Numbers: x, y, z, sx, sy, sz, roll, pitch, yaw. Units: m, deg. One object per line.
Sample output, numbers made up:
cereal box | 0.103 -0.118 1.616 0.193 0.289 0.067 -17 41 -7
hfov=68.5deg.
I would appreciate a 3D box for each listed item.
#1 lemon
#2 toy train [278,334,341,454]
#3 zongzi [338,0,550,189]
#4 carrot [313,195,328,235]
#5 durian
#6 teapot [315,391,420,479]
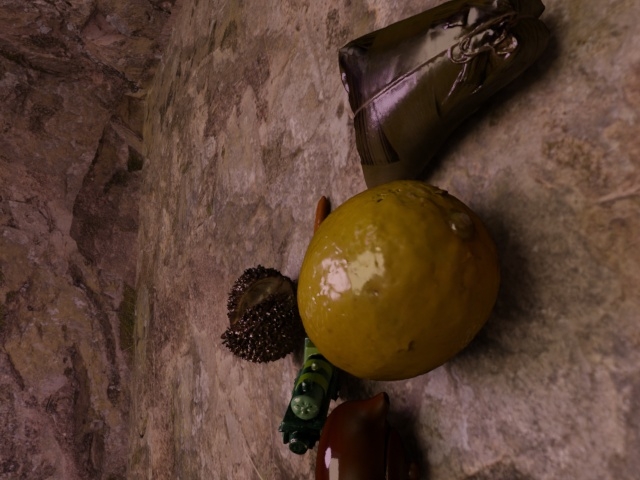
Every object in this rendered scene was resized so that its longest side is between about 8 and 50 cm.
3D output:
lemon | 0.089 0.051 0.578 0.263 0.236 0.235 -24 62 35
toy train | -0.012 0.236 0.757 0.200 0.083 0.132 -68 -18 -66
zongzi | 0.159 -0.151 0.632 0.274 0.145 0.299 9 107 53
carrot | 0.000 0.000 0.916 0.037 0.037 0.190 -25 61 54
durian | -0.125 0.153 0.947 0.196 0.167 0.196 -27 34 20
teapot | 0.068 0.333 0.641 0.135 0.178 0.252 -4 88 19
